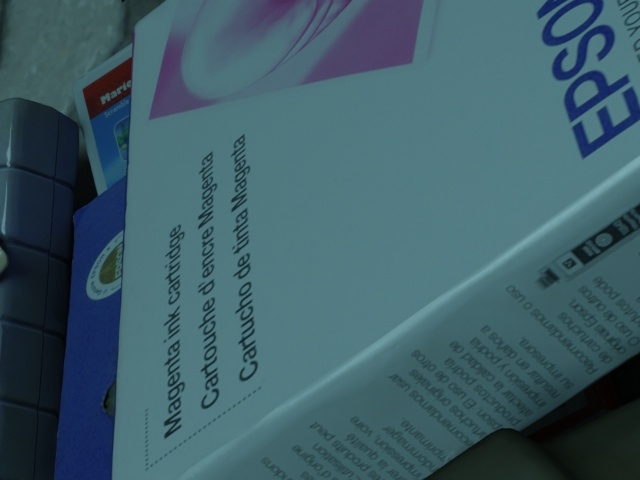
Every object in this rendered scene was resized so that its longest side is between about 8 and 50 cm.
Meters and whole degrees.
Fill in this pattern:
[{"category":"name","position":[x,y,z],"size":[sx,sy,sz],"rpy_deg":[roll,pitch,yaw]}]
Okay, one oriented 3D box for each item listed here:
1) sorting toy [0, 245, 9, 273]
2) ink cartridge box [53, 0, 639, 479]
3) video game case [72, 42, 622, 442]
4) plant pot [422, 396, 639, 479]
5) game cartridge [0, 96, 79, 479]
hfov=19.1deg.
[{"category":"sorting toy","position":[-0.182,0.018,0.878],"size":[0.083,0.012,0.062],"rpy_deg":[-47,58,12]},{"category":"ink cartridge box","position":[-0.002,-0.026,0.705],"size":[0.330,0.071,0.324],"rpy_deg":[-35,31,19]},{"category":"video game case","position":[0.000,0.000,0.838],"size":[0.204,0.025,0.285],"rpy_deg":[-30,60,23]},{"category":"plant pot","position":[0.208,0.126,0.507],"size":[0.280,0.323,0.323],"rpy_deg":[-38,56,0]},{"category":"game cartridge","position":[-0.270,0.072,0.972],"size":[0.355,0.068,0.230],"rpy_deg":[-10,74,35]}]
